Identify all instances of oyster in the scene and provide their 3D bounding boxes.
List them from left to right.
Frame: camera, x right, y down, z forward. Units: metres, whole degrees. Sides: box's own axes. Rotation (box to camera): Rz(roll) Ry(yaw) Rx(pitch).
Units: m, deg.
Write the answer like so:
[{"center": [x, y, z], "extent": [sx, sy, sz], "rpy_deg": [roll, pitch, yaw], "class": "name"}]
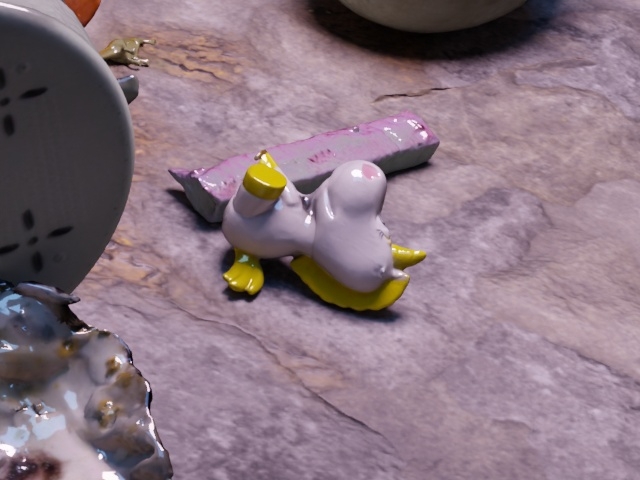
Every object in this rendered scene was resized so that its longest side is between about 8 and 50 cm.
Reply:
[{"center": [-0.222, 0.134, 1.388], "extent": [0.214, 0.083, 0.223], "rpy_deg": [-15, 59, -24], "class": "oyster"}]

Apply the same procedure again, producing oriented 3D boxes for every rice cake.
[{"center": [-0.011, -0.078, 1.810], "extent": [0.290, 0.051, 0.081], "rpy_deg": [-16, 44, -38], "class": "rice cake"}]

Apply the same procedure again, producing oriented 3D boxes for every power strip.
[{"center": [-0.307, -0.071, 1.427], "extent": [0.357, 0.357, 0.161], "rpy_deg": [-7, 39, -28], "class": "power strip"}]

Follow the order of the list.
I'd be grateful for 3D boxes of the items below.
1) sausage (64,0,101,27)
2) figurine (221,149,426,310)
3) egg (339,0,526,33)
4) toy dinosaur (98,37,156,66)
[{"center": [-0.331, -0.160, 1.625], "extent": [0.348, 0.094, 0.097], "rpy_deg": [-28, 42, -35], "class": "sausage"}, {"center": [0.004, -0.007, 1.668], "extent": [0.178, 0.109, 0.130], "rpy_deg": [7, 77, 0], "class": "figurine"}, {"center": [0.133, -0.355, 2.096], "extent": [0.352, 0.258, 0.258], "rpy_deg": [-17, 43, -37], "class": "egg"}, {"center": [-0.197, -0.187, 1.929], "extent": [0.041, 0.026, 0.113], "rpy_deg": [17, 23, 18], "class": "toy dinosaur"}]
